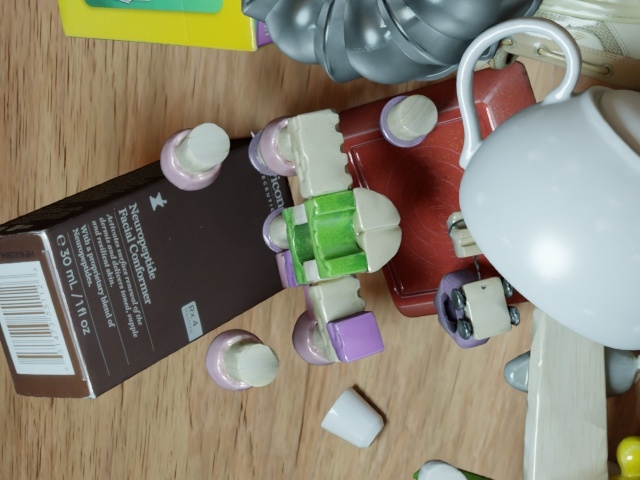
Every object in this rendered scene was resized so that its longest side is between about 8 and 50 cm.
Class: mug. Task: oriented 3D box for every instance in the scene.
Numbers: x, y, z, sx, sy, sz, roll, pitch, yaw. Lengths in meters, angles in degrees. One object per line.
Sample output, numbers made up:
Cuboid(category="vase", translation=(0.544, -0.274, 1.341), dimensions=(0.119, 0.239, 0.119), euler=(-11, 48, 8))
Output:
Cuboid(category="mug", translation=(0.046, 0.226, 1.526), dimensions=(0.064, 0.078, 0.062), euler=(35, 95, 12))

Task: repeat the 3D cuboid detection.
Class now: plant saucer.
Cuboid(category="plant saucer", translation=(0.140, -0.039, 1.329), dimensions=(0.259, 0.048, 0.258), euler=(-12, 102, 41))

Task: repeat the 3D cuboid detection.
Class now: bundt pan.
Cuboid(category="bundt pan", translation=(0.040, -0.282, 1.074), dimensions=(0.331, 0.124, 0.331), euler=(13, 120, 24))

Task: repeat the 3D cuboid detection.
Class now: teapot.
Cuboid(category="teapot", translation=(0.253, -0.047, 1.043), dimensions=(0.187, 0.256, 0.252), euler=(-54, 41, 27))

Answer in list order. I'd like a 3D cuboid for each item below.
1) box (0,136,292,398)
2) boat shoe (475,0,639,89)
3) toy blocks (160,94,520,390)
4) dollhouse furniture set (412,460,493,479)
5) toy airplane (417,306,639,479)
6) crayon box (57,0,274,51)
Cuboid(category="box", translation=(-0.192, 0.021, 1.399), dimensions=(0.143, 0.381, 0.191), euler=(-4, 107, 38))
Cuboid(category="boat shoe", translation=(0.164, -0.218, 1.178), dimensions=(0.341, 0.121, 0.110), euler=(17, 119, 31))
Cuboid(category="toy blocks", translation=(0.000, 0.000, 1.318), dimensions=(0.260, 0.309, 0.288), euler=(165, 93, -75))
Cuboid(category="dollhouse furniture set", translation=(0.039, 0.362, 1.486), dimensions=(0.301, 0.197, 0.151), euler=(12, 118, 35))
Cuboid(category="toy airplane", translation=(0.265, 0.292, 1.222), dimensions=(0.384, 0.272, 0.386), euler=(42, 98, 2))
Cuboid(category="crayon box", translation=(-0.180, -0.411, 1.386), dimensions=(0.313, 0.106, 0.363), euler=(10, 116, 35))
